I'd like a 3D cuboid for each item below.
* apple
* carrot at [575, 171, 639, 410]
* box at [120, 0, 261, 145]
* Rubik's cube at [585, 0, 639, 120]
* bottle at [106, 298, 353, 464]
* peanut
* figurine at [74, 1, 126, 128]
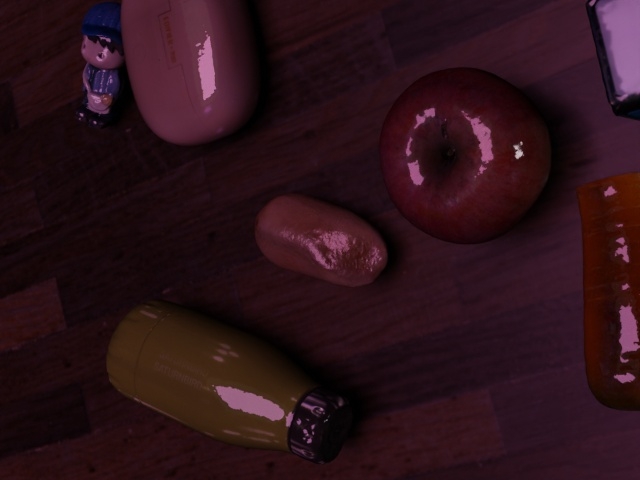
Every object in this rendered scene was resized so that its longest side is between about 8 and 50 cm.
[{"bbox_3d":[0.127,-0.073,0.977,0.153,0.120,0.153,5,100,33],"label":"apple"},{"bbox_3d":[0.254,0.041,0.920,0.087,0.087,0.193,-4,87,32],"label":"carrot"},{"bbox_3d":[-0.134,-0.198,1.156,0.146,0.088,0.200,-16,84,31],"label":"box"},{"bbox_3d":[0.298,-0.192,0.830,0.167,0.183,0.180,-16,84,31],"label":"Rubik's cube"},{"bbox_3d":[-0.089,0.145,1.121,0.260,0.112,0.112,19,101,31],"label":"bottle"},{"bbox_3d":[0.000,0.000,1.087,0.152,0.076,0.076,21,102,33],"label":"peanut"},{"bbox_3d":[-0.230,-0.194,1.240,0.077,0.079,0.136,30,131,29],"label":"figurine"}]
